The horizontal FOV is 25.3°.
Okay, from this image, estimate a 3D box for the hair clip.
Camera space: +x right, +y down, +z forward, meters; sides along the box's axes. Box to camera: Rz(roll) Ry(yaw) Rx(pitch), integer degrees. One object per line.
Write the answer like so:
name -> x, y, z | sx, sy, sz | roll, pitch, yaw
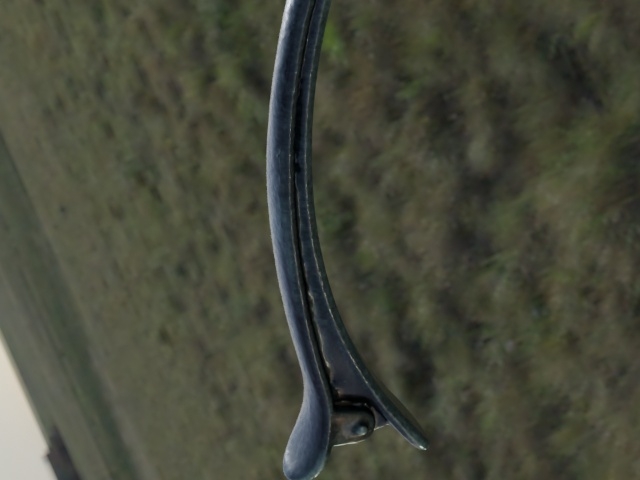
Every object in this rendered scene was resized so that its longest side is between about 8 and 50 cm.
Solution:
hair clip -> 0.000, 0.000, 0.728 | 0.048, 0.083, 0.275 | -113, 12, -63
